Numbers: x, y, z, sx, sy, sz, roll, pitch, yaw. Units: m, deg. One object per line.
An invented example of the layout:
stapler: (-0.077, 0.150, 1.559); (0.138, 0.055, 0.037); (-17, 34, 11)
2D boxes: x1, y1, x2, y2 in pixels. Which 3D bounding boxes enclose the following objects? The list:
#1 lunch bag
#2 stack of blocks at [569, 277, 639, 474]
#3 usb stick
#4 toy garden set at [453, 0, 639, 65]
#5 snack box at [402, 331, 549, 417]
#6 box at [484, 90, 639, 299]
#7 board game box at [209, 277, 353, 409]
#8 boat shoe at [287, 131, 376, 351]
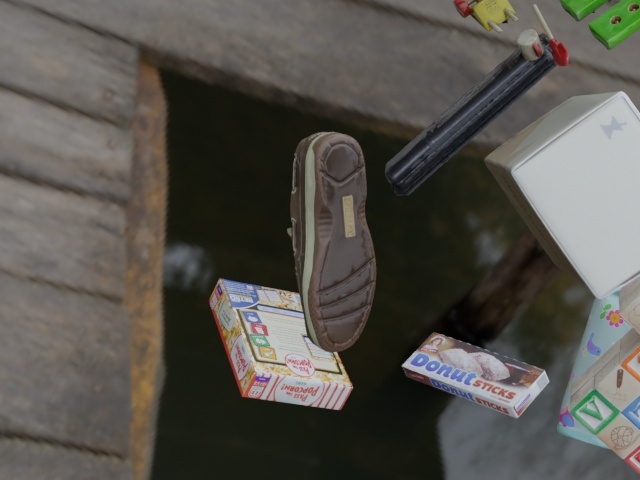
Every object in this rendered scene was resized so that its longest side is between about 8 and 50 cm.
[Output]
lunch bag: (0.477, 0.196, 2.007); (0.262, 0.223, 0.160); (19, 2, 18)
stack of blocks: (0.418, 0.112, 1.694); (0.171, 0.297, 0.087); (41, 21, -3)
usb stick: (0.193, -0.162, 1.917); (0.045, 0.278, 0.077); (45, 14, -16)
toy garden set: (0.303, -0.299, 1.868); (0.244, 0.204, 0.049); (54, -1, 43)
snack box: (0.180, 0.157, 1.743); (0.178, 0.022, 0.064); (17, 53, 46)
box: (0.251, -0.050, 1.399); (0.148, 0.121, 0.311); (55, 5, -1)
board game box: (-0.055, 0.136, 1.966); (0.146, 0.045, 0.193); (12, 32, -27)
boat shoe: (0.007, -0.001, 1.753); (0.095, 0.257, 0.095); (-2, 8, -32)
